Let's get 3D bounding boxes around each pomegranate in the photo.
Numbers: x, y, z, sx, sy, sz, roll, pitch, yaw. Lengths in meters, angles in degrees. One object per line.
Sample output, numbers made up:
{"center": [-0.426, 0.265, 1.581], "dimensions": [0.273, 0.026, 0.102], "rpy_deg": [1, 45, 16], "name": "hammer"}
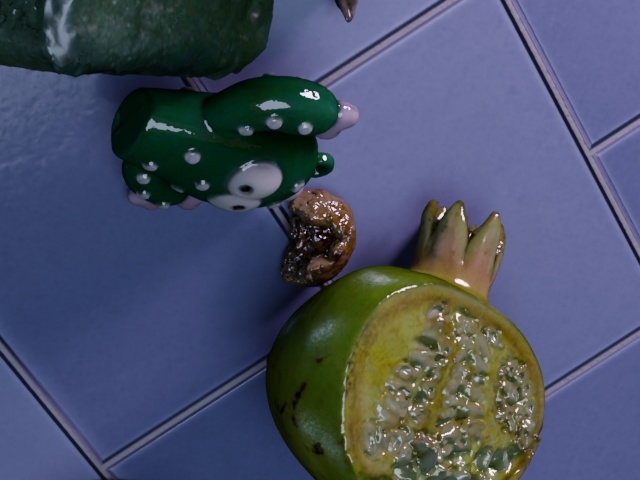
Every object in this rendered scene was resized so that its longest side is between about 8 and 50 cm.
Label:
{"center": [0.089, 0.129, 1.611], "dimensions": [0.309, 0.216, 0.359], "rpy_deg": [26, 74, -28], "name": "pomegranate"}

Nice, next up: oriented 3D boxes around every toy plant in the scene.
{"center": [-0.090, -0.092, 1.478], "dimensions": [0.243, 0.113, 0.232], "rpy_deg": [-2, 156, -11], "name": "toy plant"}

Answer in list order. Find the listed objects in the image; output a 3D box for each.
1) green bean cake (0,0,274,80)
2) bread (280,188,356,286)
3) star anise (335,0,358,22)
{"center": [-0.177, -0.299, 1.310], "dimensions": [0.307, 0.169, 0.300], "rpy_deg": [-7, 106, -55], "name": "green bean cake"}
{"center": [0.000, 0.000, 1.601], "dimensions": [0.082, 0.060, 0.113], "rpy_deg": [-2, 112, -11], "name": "bread"}
{"center": [0.022, -0.317, 1.470], "dimensions": [0.182, 0.065, 0.195], "rpy_deg": [-9, 111, -16], "name": "star anise"}
